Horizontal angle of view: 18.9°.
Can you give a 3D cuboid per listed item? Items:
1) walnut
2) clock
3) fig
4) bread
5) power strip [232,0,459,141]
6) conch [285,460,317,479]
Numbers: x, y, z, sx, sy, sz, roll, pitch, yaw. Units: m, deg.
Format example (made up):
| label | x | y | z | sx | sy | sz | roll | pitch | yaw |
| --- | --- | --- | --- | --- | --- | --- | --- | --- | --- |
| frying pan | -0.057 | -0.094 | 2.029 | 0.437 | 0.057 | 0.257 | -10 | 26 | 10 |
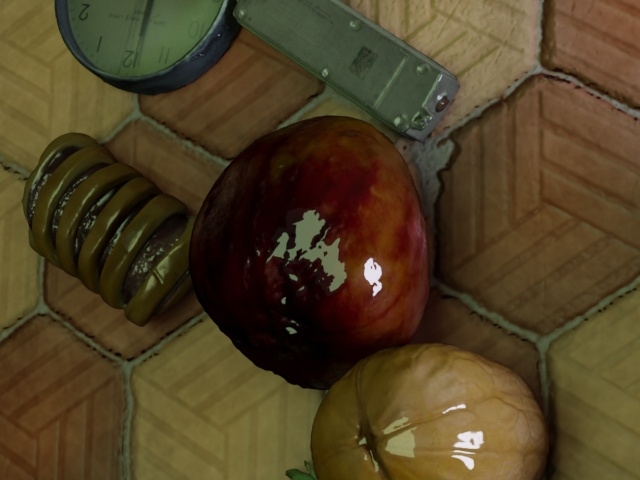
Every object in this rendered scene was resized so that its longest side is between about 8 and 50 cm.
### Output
| label | x | y | z | sx | sy | sz | roll | pitch | yaw |
| --- | --- | --- | --- | --- | --- | --- | --- | --- | --- |
| walnut | 0.097 | 0.177 | 1.676 | 0.193 | 0.226 | 0.193 | -2 | 87 | 39 |
| clock | -0.178 | -0.266 | 2.003 | 0.226 | 0.049 | 0.226 | -6 | 76 | 25 |
| fig | -0.005 | 0.007 | 1.775 | 0.224 | 0.224 | 0.263 | -7 | 75 | 25 |
| bread | -0.215 | -0.012 | 1.950 | 0.225 | 0.081 | 0.134 | 32 | 96 | 27 |
| power strip | 0.022 | -0.189 | 1.887 | 0.272 | 0.052 | 0.078 | 36 | 96 | 28 |
| conch | 0.015 | 0.278 | 1.788 | 0.170 | 0.079 | 0.106 | 31 | 88 | 43 |
